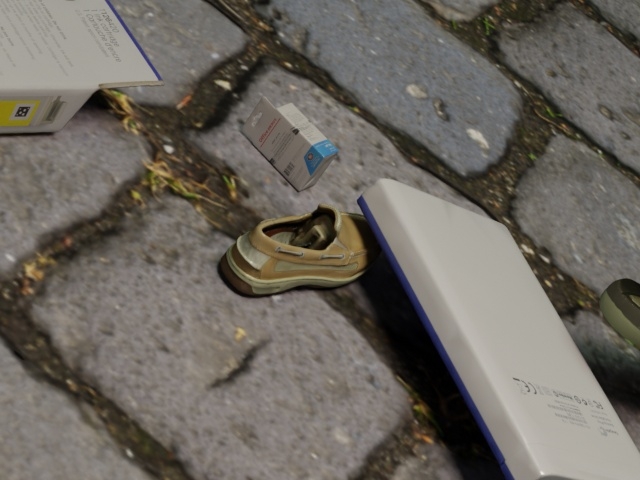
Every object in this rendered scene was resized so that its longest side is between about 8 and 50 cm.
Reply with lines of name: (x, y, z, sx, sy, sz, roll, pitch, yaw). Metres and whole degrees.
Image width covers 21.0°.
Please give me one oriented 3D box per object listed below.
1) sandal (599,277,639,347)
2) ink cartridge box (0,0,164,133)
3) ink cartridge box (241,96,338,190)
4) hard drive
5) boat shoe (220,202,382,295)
sandal: (0.353, 0.133, 1.638, 0.303, 0.086, 0.120, 32, 12, -31)
ink cartridge box: (-0.332, -0.214, 1.468, 0.307, 0.072, 0.303, -2, 49, -46)
ink cartridge box: (-0.029, -0.093, 1.604, 0.083, 0.048, 0.028, 46, 35, 13)
hard drive: (0.168, 0.096, 1.522, 0.210, 0.040, 0.319, 19, 36, -48)
boat shoe: (0.000, 0.000, 1.498, 0.068, 0.072, 0.190, 48, 34, 19)
